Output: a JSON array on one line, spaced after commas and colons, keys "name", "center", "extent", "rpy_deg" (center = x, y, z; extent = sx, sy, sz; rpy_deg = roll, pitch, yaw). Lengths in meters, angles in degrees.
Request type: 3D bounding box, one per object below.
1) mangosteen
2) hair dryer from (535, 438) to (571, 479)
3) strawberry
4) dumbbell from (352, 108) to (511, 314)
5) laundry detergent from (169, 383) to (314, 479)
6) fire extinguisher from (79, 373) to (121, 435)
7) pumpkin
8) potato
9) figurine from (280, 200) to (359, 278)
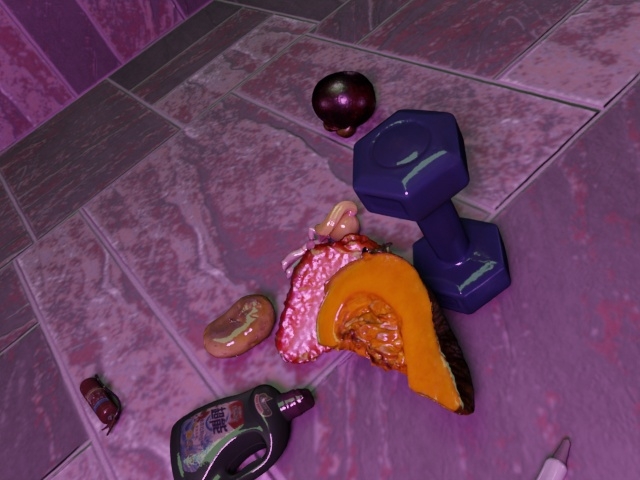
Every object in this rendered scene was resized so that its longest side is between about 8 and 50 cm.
[{"name": "mangosteen", "center": [0.053, -0.305, 1.363], "extent": [0.152, 0.152, 0.152], "rpy_deg": [-17, 42, 16]}, {"name": "hair dryer", "center": [0.237, 0.300, 0.703], "extent": [0.155, 0.044, 0.183], "rpy_deg": [4, 46, 32]}, {"name": "strawberry", "center": [0.029, 0.090, 0.998], "extent": [0.236, 0.107, 0.175], "rpy_deg": [-24, 79, 11]}, {"name": "dumbbell", "center": [0.166, -0.031, 0.855], "extent": [0.144, 0.325, 0.160], "rpy_deg": [-17, 48, 21]}, {"name": "laundry detergent", "center": [-0.109, 0.287, 0.893], "extent": [0.221, 0.078, 0.144], "rpy_deg": [-23, 42, 5]}, {"name": "fire extinguisher", "center": [-0.391, 0.293, 1.085], "extent": [0.132, 0.039, 0.056], "rpy_deg": [27, 75, 45]}, {"name": "pumpkin", "center": [0.132, 0.114, 0.848], "extent": [0.278, 0.111, 0.163], "rpy_deg": [20, 92, 44]}, {"name": "potato", "center": [-0.139, 0.151, 1.050], "extent": [0.138, 0.070, 0.091], "rpy_deg": [-37, 46, -5]}, {"name": "figurine", "center": [0.000, 0.000, 1.126], "extent": [0.187, 0.083, 0.083], "rpy_deg": [-36, 39, 8]}]
